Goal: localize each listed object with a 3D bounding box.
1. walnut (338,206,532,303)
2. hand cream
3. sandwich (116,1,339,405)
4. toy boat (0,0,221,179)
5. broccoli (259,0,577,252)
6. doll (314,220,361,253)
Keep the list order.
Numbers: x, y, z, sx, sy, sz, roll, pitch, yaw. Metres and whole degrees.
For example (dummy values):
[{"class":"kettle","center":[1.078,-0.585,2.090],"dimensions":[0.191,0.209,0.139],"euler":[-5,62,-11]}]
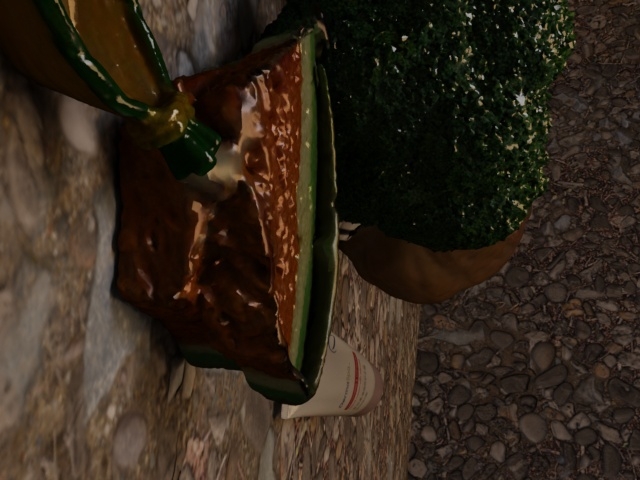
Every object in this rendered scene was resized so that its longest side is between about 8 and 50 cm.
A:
[{"class":"walnut","center":[0.131,-0.087,1.079],"dimensions":[0.344,0.306,0.306],"euler":[-44,135,-64]},{"class":"hand cream","center":[0.006,0.162,1.030],"dimensions":[0.248,0.083,0.133],"euler":[37,52,-64]},{"class":"sandwich","center":[-0.062,-0.022,0.588],"dimensions":[0.212,0.109,0.292],"euler":[-27,113,-67]},{"class":"toy boat","center":[-0.106,-0.129,0.381],"dimensions":[0.089,0.088,0.229],"euler":[-75,162,-51]},{"class":"broccoli","center":[0.091,-0.137,0.760],"dimensions":[0.275,0.308,0.308],"euler":[6,86,-62]},{"class":"doll","center":[0.000,0.000,0.887],"dimensions":[0.219,0.067,0.091],"euler":[-63,173,-1]}]
